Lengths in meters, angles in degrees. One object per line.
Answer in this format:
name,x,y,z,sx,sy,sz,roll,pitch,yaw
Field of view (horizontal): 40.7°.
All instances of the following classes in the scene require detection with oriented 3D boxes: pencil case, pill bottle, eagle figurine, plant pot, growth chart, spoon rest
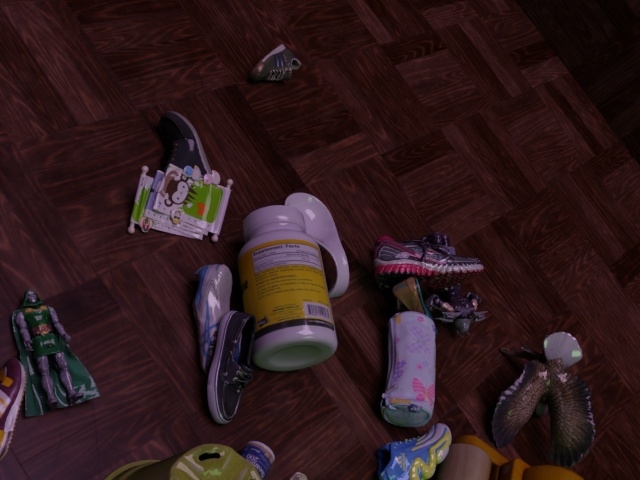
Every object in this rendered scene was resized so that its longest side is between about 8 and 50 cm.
pencil case,0.207,0.301,2.029,0.124,0.113,0.273,14,50,-5
pill bottle,-0.080,0.099,1.883,0.188,0.188,0.334,11,55,-34
pill bottle,-0.142,0.453,1.671,0.067,0.067,0.120,42,43,-8
eagle figurine,0.574,0.402,2.204,0.225,0.226,0.298,55,34,-24
plant pot,-0.226,0.468,1.457,0.276,0.254,0.276,21,49,-27
growth chart,-0.305,-0.085,1.903,0.237,0.021,0.172,9,86,-35
spoon rest,0.000,0.000,2.095,0.137,0.084,0.276,-9,68,-42

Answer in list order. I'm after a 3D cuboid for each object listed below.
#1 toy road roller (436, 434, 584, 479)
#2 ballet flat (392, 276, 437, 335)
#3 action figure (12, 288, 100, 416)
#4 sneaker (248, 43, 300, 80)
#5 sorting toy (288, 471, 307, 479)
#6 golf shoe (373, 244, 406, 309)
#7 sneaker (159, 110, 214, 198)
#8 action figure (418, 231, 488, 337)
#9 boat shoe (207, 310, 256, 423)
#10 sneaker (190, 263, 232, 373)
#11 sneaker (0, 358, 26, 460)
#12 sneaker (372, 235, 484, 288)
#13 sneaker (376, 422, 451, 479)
toy road roller,0.438,0.574,1.928,0.329,0.240,0.202,37,44,-13
ballet flat,0.230,0.171,2.138,0.232,0.073,0.080,63,10,-45
action figure,-0.501,0.192,1.574,0.137,0.063,0.232,-10,64,-39
sneaker,-0.115,-0.466,2.342,0.086,0.064,0.192,40,40,-3
sorting toy,-0.031,0.519,1.737,0.075,0.045,0.083,24,48,-34
golf shoe,0.178,0.087,2.189,0.086,0.067,0.186,-12,70,-42
sneaker,-0.333,-0.194,1.962,0.118,0.083,0.222,-18,74,-44
action figure,0.341,0.123,2.280,0.185,0.099,0.285,8,60,-44
boat shoe,-0.168,0.254,1.737,0.080,0.076,0.228,33,60,-51
sneaker,-0.231,0.166,1.809,0.085,0.086,0.237,35,50,-56
sneaker,-0.556,0.278,1.458,0.084,0.069,0.185,24,47,-31
sneaker,0.273,0.049,2.146,0.299,0.121,0.112,5,66,-24
sneaker,0.203,0.470,1.923,0.126,0.091,0.240,44,44,-5
